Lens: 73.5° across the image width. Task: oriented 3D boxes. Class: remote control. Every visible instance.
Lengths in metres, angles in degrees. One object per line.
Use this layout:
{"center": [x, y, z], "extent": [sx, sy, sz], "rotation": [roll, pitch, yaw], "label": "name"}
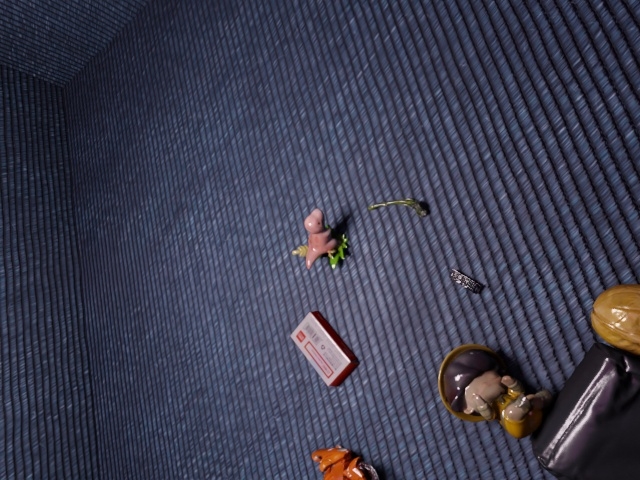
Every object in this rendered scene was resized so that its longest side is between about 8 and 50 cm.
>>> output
{"center": [0.404, 0.114, 1.197], "extent": [0.091, 0.016, 0.034], "rotation": [35, 119, 31], "label": "remote control"}

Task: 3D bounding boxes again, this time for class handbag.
{"center": [0.650, 0.407, 0.914], "extent": [0.275, 0.178, 0.302], "rotation": [29, 100, 14], "label": "handbag"}

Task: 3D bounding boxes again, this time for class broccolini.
{"center": [0.239, -0.106, 1.325], "extent": [0.194, 0.054, 0.052], "rotation": [6, 58, 40], "label": "broccolini"}

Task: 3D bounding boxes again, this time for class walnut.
{"center": [0.701, 0.175, 0.920], "extent": [0.207, 0.159, 0.159], "rotation": [16, 94, 26], "label": "walnut"}

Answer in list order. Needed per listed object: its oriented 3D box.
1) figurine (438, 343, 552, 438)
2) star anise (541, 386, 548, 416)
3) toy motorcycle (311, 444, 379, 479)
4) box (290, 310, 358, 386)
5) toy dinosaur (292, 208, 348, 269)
{"center": [0.409, 0.375, 1.049], "extent": [0.257, 0.192, 0.167], "rotation": [-141, 37, -61], "label": "figurine"}
{"center": [0.548, 0.417, 1.043], "extent": [0.124, 0.056, 0.129], "rotation": [-6, 96, 30], "label": "star anise"}
{"center": [0.040, 0.755, 1.280], "extent": [0.221, 0.148, 0.325], "rotation": [33, 106, 38], "label": "toy motorcycle"}
{"center": [0.011, 0.353, 1.404], "extent": [0.229, 0.050, 0.123], "rotation": [46, 111, 27], "label": "box"}
{"center": [0.004, 0.005, 1.373], "extent": [0.152, 0.177, 0.194], "rotation": [40, 108, 30], "label": "toy dinosaur"}
